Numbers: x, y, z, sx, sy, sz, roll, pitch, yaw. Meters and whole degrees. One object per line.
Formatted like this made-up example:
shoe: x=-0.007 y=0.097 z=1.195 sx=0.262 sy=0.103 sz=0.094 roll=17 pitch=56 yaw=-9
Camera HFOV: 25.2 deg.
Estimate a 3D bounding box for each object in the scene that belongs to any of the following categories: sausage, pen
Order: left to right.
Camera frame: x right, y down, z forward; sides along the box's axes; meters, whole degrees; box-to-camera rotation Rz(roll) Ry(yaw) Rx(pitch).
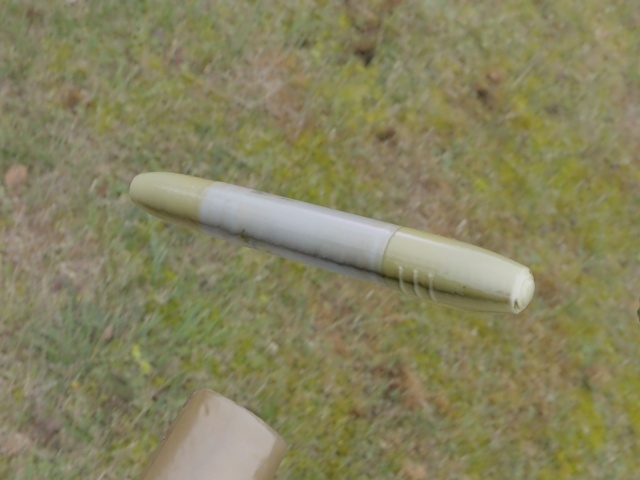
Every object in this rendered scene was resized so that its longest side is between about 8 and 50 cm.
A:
sausage: x=-0.112 y=0.204 z=0.660 sx=0.066 sy=0.066 sz=0.301 roll=35 pitch=73 yaw=-3
pen: x=0.000 y=0.000 z=0.714 sx=0.233 sy=0.040 sz=0.032 roll=15 pitch=61 yaw=31

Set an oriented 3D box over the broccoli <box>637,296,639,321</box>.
broccoli: x=0.278 y=0.048 z=0.739 sx=0.242 sy=0.273 sz=0.180 roll=15 pitch=57 yaw=36
